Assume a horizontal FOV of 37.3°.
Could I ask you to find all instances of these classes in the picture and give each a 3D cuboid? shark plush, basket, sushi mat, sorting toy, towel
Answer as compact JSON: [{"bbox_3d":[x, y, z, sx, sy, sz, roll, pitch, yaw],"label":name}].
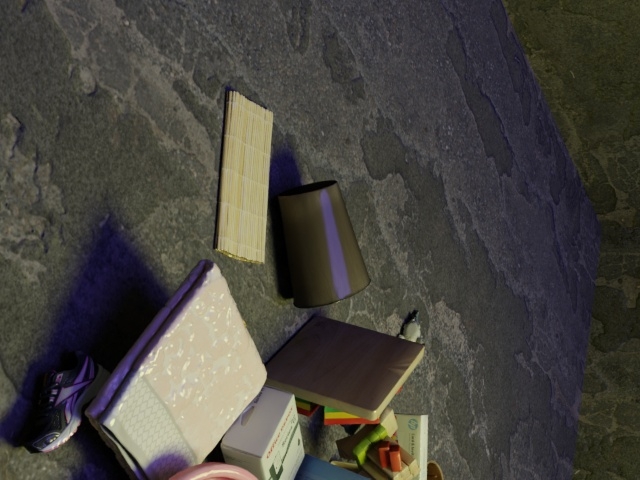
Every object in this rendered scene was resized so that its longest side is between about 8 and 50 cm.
[{"bbox_3d":[0.228,0.243,2.442,0.161,0.073,0.067,-90,177,-46],"label":"shark plush"},{"bbox_3d":[0.000,0.000,1.957,0.204,0.154,0.227,-30,110,-57],"label":"basket"},{"bbox_3d":[-0.145,-0.118,1.842,0.151,0.019,0.317,19,72,-58],"label":"sushi mat"},{"bbox_3d":[0.046,0.278,1.922,0.257,0.255,0.089,-41,138,-53],"label":"sorting toy"},{"bbox_3d":[-0.215,0.244,1.536,0.317,0.053,0.332,-55,149,-29],"label":"towel"}]

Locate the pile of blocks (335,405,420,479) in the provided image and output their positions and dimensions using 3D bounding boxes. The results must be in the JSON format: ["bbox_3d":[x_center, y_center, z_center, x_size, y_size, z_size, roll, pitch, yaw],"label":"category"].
[{"bbox_3d":[0.087,0.370,2.008,0.113,0.149,0.362,72,-4,-49],"label":"pile of blocks"}]

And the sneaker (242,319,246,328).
[{"bbox_3d":[-0.181,0.196,1.714,0.069,0.084,0.185,-17,130,-40],"label":"sneaker"}]

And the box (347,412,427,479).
[{"bbox_3d":[0.150,0.460,2.133,0.038,0.186,0.145,13,78,-58],"label":"box"}]

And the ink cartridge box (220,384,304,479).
[{"bbox_3d":[-0.103,0.389,1.755,0.208,0.086,0.153,82,27,-45],"label":"ink cartridge box"}]

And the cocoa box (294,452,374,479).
[{"bbox_3d":[0.082,0.599,1.816,0.231,0.347,0.228,-57,136,-24],"label":"cocoa box"}]

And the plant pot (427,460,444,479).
[{"bbox_3d":[0.181,0.590,2.197,0.167,0.165,0.167,9,80,-58],"label":"plant pot"}]

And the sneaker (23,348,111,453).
[{"bbox_3d":[-0.385,0.231,1.381,0.077,0.072,0.178,56,34,-23],"label":"sneaker"}]

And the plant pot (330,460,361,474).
[{"bbox_3d":[0.077,0.558,2.091,0.096,0.109,0.109,56,42,-57],"label":"plant pot"}]

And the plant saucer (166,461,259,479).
[{"bbox_3d":[-0.208,0.516,1.512,0.332,0.084,0.332,-6,98,-46],"label":"plant saucer"}]
